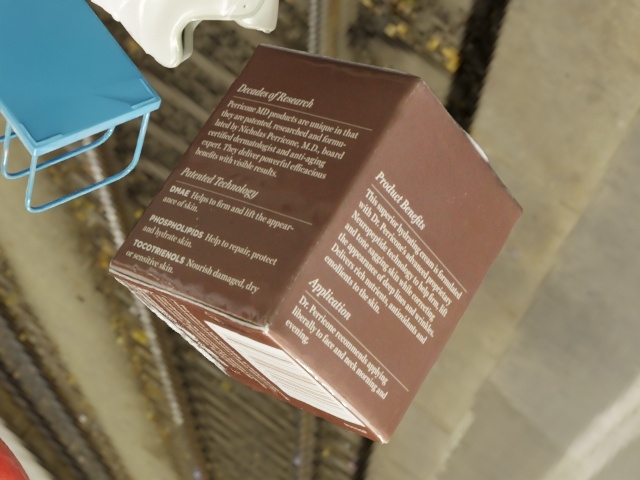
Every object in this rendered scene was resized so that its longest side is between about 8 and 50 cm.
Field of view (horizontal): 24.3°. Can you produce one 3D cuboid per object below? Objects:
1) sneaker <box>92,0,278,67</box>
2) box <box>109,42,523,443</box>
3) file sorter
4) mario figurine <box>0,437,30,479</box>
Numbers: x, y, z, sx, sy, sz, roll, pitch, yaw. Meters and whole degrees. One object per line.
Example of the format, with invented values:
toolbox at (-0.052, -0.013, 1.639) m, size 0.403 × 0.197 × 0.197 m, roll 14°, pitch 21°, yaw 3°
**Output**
sneaker at (-0.052, -0.216, 1.101) m, size 0.115 × 0.232 × 0.090 m, roll 52°, pitch -166°, yaw -4°
box at (0.000, 0.000, 1.041) m, size 0.167 × 0.203 × 0.168 m, roll 17°, pitch 159°, yaw 43°
file sorter at (-0.234, -0.125, 1.236) m, size 0.170 × 0.118 × 0.104 m, roll 51°, pitch 148°, yaw 21°
mario figurine at (-0.361, 0.203, 1.068) m, size 0.320 × 0.170 × 0.198 m, roll 9°, pitch -172°, yaw -24°
